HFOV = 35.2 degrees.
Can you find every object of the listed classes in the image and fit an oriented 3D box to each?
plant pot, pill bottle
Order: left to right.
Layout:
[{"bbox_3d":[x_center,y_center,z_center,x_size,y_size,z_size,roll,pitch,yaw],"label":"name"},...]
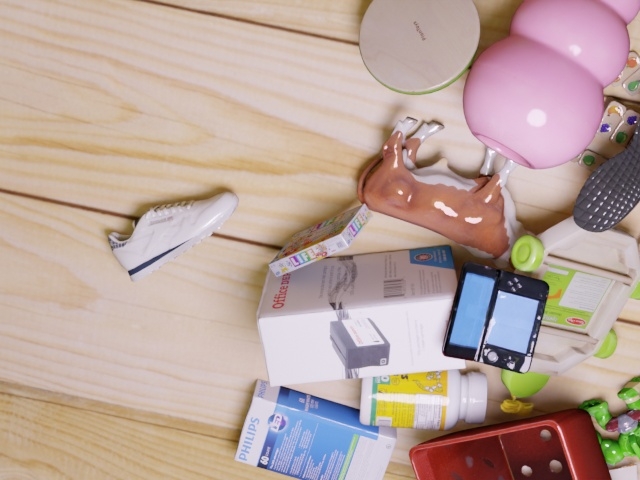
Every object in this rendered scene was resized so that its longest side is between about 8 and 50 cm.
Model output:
[{"bbox_3d":[0.173,0.261,1.712,0.208,0.117,0.118,4,109,3],"label":"pill bottle"},{"bbox_3d":[0.344,0.405,1.644,0.267,0.235,0.267,-19,89,33],"label":"plant pot"}]

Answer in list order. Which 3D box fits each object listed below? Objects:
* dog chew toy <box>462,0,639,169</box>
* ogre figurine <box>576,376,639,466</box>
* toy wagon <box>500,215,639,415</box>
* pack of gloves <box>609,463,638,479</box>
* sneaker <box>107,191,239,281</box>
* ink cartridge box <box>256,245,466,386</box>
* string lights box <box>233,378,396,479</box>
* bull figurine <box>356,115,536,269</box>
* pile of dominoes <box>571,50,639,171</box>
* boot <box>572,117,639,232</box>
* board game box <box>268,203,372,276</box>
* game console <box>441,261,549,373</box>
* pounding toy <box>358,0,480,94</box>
[{"bbox_3d":[0.351,-0.272,1.469,0.206,0.206,0.332,31,91,-7],"label":"dog chew toy"},{"bbox_3d":[0.520,0.313,1.719,0.197,0.097,0.118,-28,93,1],"label":"ogre figurine"},{"bbox_3d":[0.375,0.126,1.630,0.267,0.068,0.344,14,112,-30],"label":"toy wagon"},{"bbox_3d":[0.481,0.503,1.821,0.195,0.046,0.232,-14,115,4],"label":"pack of gloves"},{"bbox_3d":[-0.243,-0.024,1.666,0.235,0.090,0.095,-31,94,12],"label":"sneaker"},{"bbox_3d":[0.068,0.117,1.615,0.307,0.223,0.129,-6,110,6],"label":"ink cartridge box"},{"bbox_3d":[-0.008,0.351,1.776,0.259,0.077,0.133,18,108,-2],"label":"string lights box"},{"bbox_3d":[0.218,-0.074,1.608,0.310,0.101,0.188,18,105,-5],"label":"bull figurine"},{"bbox_3d":[0.410,-0.222,1.575,0.251,0.040,0.196,26,108,-5],"label":"pile of dominoes"},{"bbox_3d":[0.500,-0.098,1.541,0.083,0.161,0.246,42,101,35],"label":"boot"},{"bbox_3d":[0.000,0.000,1.616,0.154,0.103,0.026,-23,107,35],"label":"board game box"},{"bbox_3d":[0.259,0.115,1.482,0.124,0.085,0.144,14,91,18],"label":"game console"},{"bbox_3d":[0.158,-0.323,1.541,0.182,0.110,0.237,-2,79,16],"label":"pounding toy"}]
